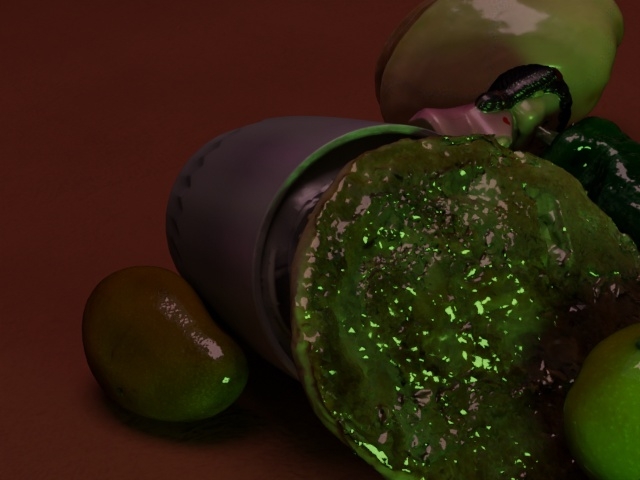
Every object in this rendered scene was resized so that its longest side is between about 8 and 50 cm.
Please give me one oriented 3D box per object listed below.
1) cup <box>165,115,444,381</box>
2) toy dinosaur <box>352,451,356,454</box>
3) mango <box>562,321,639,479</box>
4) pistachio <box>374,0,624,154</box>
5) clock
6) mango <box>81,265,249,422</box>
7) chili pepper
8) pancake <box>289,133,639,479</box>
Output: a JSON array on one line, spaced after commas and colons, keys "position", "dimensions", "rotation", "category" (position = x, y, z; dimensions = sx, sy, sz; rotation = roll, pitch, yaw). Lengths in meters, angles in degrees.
[{"position": [0.000, 0.000, 1.727], "dimensions": [0.253, 0.253, 0.371], "rotation": [-15, 14, -20], "category": "cup"}, {"position": [0.072, 0.165, 1.636], "dimensions": [0.060, 0.029, 0.120], "rotation": [17, 28, 31], "category": "toy dinosaur"}, {"position": [0.340, 0.146, 1.450], "dimensions": [0.293, 0.175, 0.143], "rotation": [6, -9, 3], "category": "mango"}, {"position": [0.225, -0.217, 2.240], "dimensions": [0.321, 0.238, 0.229], "rotation": [-25, 15, 8], "category": "pistachio"}, {"position": [0.188, -0.105, 2.040], "dimensions": [0.195, 0.194, 0.100], "rotation": [-27, 60, -23], "category": "clock"}, {"position": [-0.152, 0.102, 1.711], "dimensions": [0.099, 0.136, 0.227], "rotation": [23, 4, -43], "category": "mango"}, {"position": [0.332, -0.048, 1.916], "dimensions": [0.136, 0.099, 0.270], "rotation": [-30, 50, -31], "category": "chili pepper"}, {"position": [0.134, 0.065, 1.520], "dimensions": [0.356, 0.356, 0.065], "rotation": [-18, -8, -27], "category": "pancake"}]
